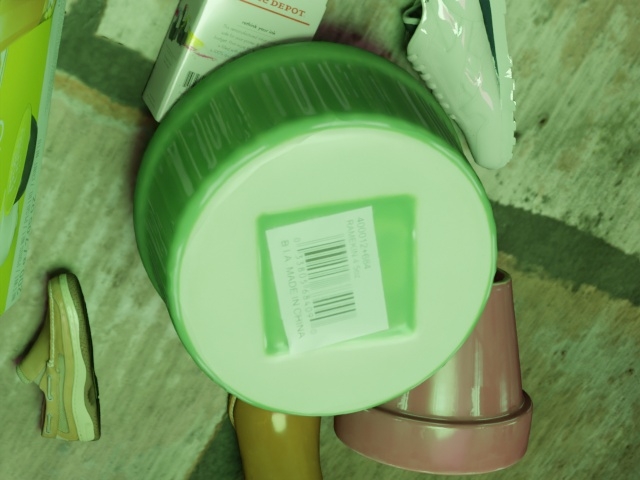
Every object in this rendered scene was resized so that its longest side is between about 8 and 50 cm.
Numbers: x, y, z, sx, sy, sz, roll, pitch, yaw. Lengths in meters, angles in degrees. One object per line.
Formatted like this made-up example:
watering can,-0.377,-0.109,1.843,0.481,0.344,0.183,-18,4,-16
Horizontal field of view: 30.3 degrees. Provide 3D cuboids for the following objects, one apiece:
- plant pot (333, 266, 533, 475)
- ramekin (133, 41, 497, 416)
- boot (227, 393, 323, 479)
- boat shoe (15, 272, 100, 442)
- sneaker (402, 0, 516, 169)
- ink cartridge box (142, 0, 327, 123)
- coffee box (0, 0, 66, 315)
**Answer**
plant pot,0.119,0.116,1.194,0.201,0.201,0.180,-1,103,-22
ramekin,0.000,0.000,0.990,0.303,0.148,0.303,-5,117,-11
boot,-0.025,0.261,1.185,0.109,0.220,0.283,4,116,-24
boat shoe,-0.249,0.117,1.107,0.072,0.068,0.190,-4,120,-7
sneaker,0.127,-0.168,1.099,0.094,0.090,0.235,-15,120,1
ink cartridge box,-0.068,-0.178,1.012,0.104,0.061,0.181,15,112,-28
coffee box,-0.356,-0.106,0.672,0.338,0.334,0.338,11,103,0
